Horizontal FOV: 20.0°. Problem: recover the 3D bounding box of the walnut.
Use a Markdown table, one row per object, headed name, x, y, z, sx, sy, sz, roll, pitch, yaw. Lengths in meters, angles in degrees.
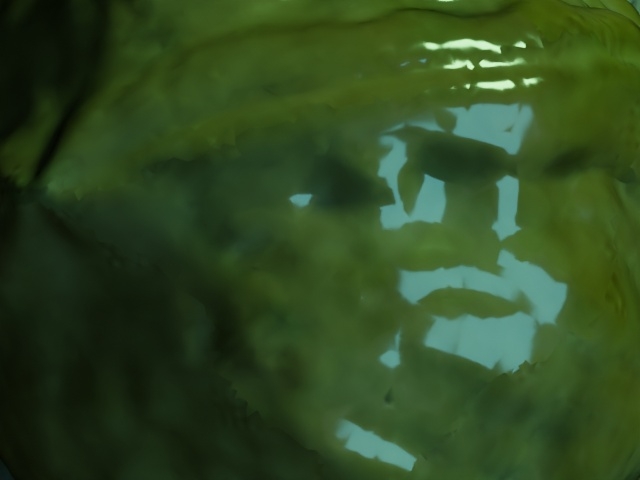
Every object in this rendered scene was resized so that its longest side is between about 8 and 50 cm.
| name | x | y | z | sx | sy | sz | roll | pitch | yaw |
| --- | --- | --- | --- | --- | --- | --- | --- | --- | --- |
| walnut | 0.003 | 0.000 | 0.688 | 0.344 | 0.306 | 0.306 | 3 | 96 | -58 |
